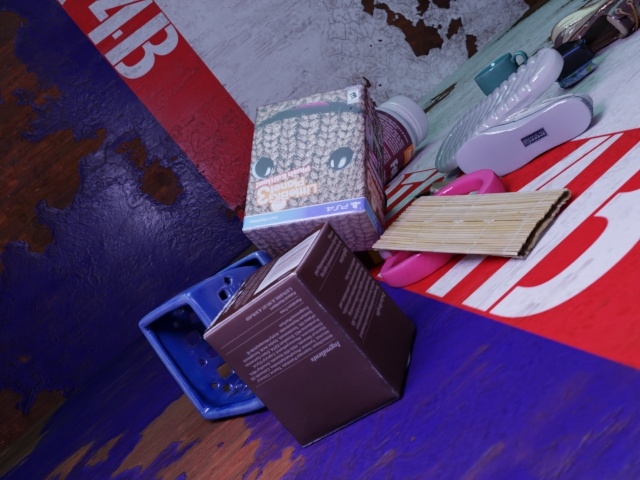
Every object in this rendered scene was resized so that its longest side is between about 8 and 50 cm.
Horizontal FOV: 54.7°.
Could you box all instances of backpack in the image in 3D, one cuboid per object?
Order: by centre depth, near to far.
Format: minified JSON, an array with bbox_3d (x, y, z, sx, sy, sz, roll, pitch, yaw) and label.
[{"bbox_3d":[0.573,-0.408,1.441,0.105,0.084,0.114,-37,14,10],"label":"backpack"}]

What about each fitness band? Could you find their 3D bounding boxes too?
[{"bbox_3d":[0.216,-0.027,1.123,0.291,0.054,0.209,-45,11,-27],"label":"fitness band"}]

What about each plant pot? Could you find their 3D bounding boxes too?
[{"bbox_3d":[-0.154,0.165,1.140,0.236,0.236,0.212,-30,6,48],"label":"plant pot"}]

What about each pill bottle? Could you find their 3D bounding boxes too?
[{"bbox_3d":[0.173,-0.298,2.051,0.392,0.224,0.224,-44,10,-25],"label":"pill bottle"}]

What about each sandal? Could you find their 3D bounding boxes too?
[{"bbox_3d":[0.393,-0.251,1.373,0.169,0.102,0.416,-63,10,-30],"label":"sandal"}]

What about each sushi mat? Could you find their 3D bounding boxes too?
[{"bbox_3d":[0.223,-0.028,0.975,0.151,0.019,0.316,-45,23,-24],"label":"sushi mat"}]

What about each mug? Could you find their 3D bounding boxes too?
[{"bbox_3d":[0.559,-0.500,1.897,0.129,0.097,0.158,-41,10,-12],"label":"mug"}]

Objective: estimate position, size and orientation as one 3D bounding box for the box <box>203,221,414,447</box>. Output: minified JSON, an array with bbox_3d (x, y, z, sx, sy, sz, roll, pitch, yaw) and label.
[{"bbox_3d":[-0.007,0.120,0.821,0.167,0.203,0.168,-35,10,25],"label":"box"}]

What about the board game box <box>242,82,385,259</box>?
[{"bbox_3d":[-0.005,-0.125,1.187,0.232,0.141,0.291,-9,59,18],"label":"board game box"}]

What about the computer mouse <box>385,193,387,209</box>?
[{"bbox_3d":[0.142,-0.096,1.708,0.184,0.060,0.262,-56,6,-28],"label":"computer mouse"}]

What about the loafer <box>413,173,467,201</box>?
[{"bbox_3d":[0.260,-0.104,1.323,0.148,0.050,0.056,-35,10,27],"label":"loafer"}]

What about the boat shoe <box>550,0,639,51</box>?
[{"bbox_3d":[0.713,-0.529,1.462,0.342,0.123,0.123,-25,46,39],"label":"boat shoe"}]

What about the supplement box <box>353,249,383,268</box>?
[{"bbox_3d":[0.000,0.000,1.337,0.194,0.191,0.129,-30,10,4],"label":"supplement box"}]

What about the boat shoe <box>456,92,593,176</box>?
[{"bbox_3d":[0.386,-0.204,1.178,0.267,0.096,0.088,-30,9,41],"label":"boat shoe"}]
